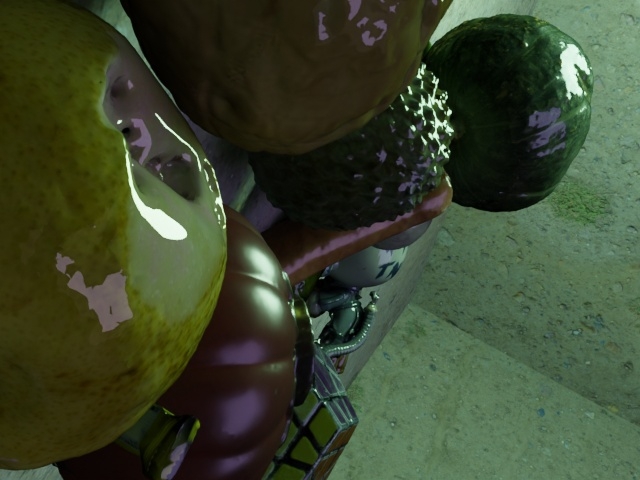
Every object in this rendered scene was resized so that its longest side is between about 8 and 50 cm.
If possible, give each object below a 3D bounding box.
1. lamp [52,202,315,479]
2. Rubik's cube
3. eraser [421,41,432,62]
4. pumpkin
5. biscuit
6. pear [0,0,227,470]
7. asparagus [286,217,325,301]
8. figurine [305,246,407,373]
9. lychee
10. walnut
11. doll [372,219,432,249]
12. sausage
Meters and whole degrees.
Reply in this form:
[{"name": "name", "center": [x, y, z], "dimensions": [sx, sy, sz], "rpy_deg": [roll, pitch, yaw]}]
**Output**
[{"name": "lamp", "center": [-0.142, 0.106, 0.722], "dimensions": [0.303, 0.256, 0.303], "rpy_deg": [-178, -90, -69]}, {"name": "Rubik's cube", "center": [-0.102, 0.272, 1.196], "dimensions": [0.264, 0.319, 0.319], "rpy_deg": [7, 114, -43]}, {"name": "eraser", "center": [0.078, -0.252, 1.214], "dimensions": [0.210, 0.092, 0.274], "rpy_deg": [-65, 167, 10]}, {"name": "pumpkin", "center": [0.277, -0.206, 1.274], "dimensions": [0.257, 0.291, 0.328], "rpy_deg": [-27, 139, -35]}, {"name": "biscuit", "center": [-0.192, 0.094, 0.567], "dimensions": [0.048, 0.291, 0.026], "rpy_deg": [-55, 137, -19]}, {"name": "pear", "center": [-0.175, -0.013, 0.452], "dimensions": [0.271, 0.271, 0.271], "rpy_deg": [-55, 165, -23]}, {"name": "asparagus", "center": [-0.008, -0.010, 1.331], "dimensions": [0.382, 0.108, 0.128], "rpy_deg": [-52, 157, -35]}, {"name": "figurine", "center": [0.051, 0.072, 1.561], "dimensions": [0.261, 0.186, 0.382], "rpy_deg": [-26, 138, -76]}, {"name": "lychee", "center": [0.038, -0.123, 0.961], "dimensions": [0.255, 0.274, 0.255], "rpy_deg": [-20, 128, -28]}, {"name": "walnut", "center": [-0.026, -0.217, 0.558], "dimensions": [0.251, 0.277, 0.313], "rpy_deg": [-23, 157, -14]}, {"name": "doll", "center": [0.053, -0.075, 1.218], "dimensions": [0.287, 0.151, 0.151], "rpy_deg": [18, 102, -41]}, {"name": "sausage", "center": [0.000, 0.000, 1.090], "dimensions": [0.418, 0.094, 0.094], "rpy_deg": [-27, 111, -17]}]
